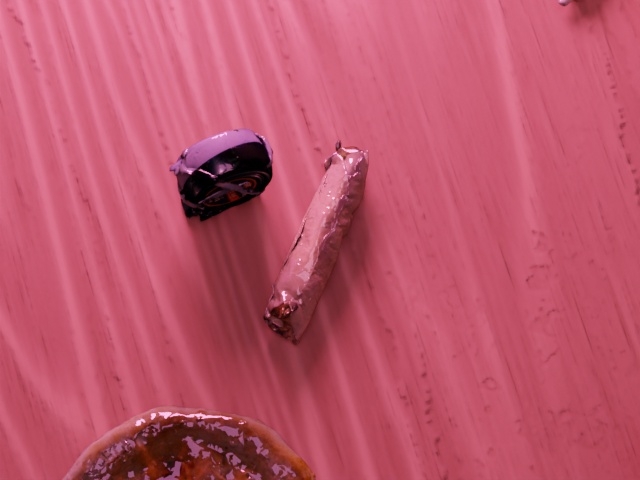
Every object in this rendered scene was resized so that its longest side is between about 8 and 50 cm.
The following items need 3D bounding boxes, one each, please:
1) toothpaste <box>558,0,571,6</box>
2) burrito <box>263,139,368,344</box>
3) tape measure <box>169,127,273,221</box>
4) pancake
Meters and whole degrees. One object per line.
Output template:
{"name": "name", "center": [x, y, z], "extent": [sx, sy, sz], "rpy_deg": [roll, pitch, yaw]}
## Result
{"name": "toothpaste", "center": [0.264, -0.270, 1.560], "extent": [0.037, 0.021, 0.140], "rpy_deg": [37, 76, 7]}
{"name": "burrito", "center": [0.000, 0.000, 1.477], "extent": [0.045, 0.041, 0.185], "rpy_deg": [13, 73, 44]}
{"name": "tape measure", "center": [-0.083, -0.058, 1.457], "extent": [0.091, 0.094, 0.054], "rpy_deg": [-21, 72, -8]}
{"name": "pancake", "center": [-0.111, 0.258, 1.411], "extent": [0.254, 0.037, 0.253], "rpy_deg": [0, 77, -2]}
